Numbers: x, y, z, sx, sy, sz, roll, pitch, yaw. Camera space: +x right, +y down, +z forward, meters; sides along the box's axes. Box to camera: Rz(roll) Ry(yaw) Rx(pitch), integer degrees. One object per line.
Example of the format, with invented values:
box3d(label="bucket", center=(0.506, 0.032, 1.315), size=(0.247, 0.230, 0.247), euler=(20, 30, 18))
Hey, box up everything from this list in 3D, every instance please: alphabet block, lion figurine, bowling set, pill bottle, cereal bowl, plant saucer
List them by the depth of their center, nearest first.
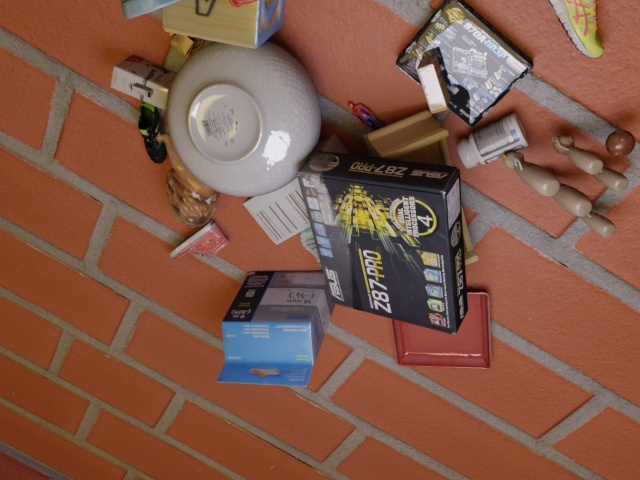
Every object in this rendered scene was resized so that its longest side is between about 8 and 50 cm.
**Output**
box3d(label="alphabet block", center=(-0.184, -0.511, 1.230), size=(0.197, 0.192, 0.193), euler=(14, 123, 8))
box3d(label="bowling set", center=(0.548, -0.152, 1.298), size=(0.287, 0.154, 0.200), euler=(29, 107, -33))
box3d(label="cereal bowl", center=(-0.173, -0.248, 1.299), size=(0.339, 0.141, 0.338), euler=(4, 108, 12))
box3d(label="pill bottle", center=(0.368, -0.211, 1.341), size=(0.137, 0.078, 0.078), euler=(-23, 114, 27))
box3d(label="lion figurine", center=(-0.234, -0.181, 1.480), size=(0.392, 0.142, 0.240), euler=(-17, 102, 33))
box3d(label="plant saucer", center=(0.320, 0.230, 1.663), size=(0.259, 0.047, 0.259), euler=(-2, 123, 16))

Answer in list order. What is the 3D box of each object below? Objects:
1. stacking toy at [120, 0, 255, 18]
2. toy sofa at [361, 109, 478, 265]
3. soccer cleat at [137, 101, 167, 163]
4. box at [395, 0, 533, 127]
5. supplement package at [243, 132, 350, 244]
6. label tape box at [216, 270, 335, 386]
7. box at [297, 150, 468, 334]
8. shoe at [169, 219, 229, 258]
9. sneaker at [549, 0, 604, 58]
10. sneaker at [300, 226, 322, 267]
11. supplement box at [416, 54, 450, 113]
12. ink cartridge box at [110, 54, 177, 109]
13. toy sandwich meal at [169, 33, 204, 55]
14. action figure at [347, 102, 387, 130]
box3d(label="stacking toy", center=(-0.240, -0.418, 1.026), size=(0.309, 0.279, 0.130), euler=(-7, 119, 24))
box3d(label="toy sofa", center=(0.227, -0.104, 1.413), size=(0.150, 0.177, 0.362), euler=(-22, 121, 0))
box3d(label="soccer cleat", center=(-0.417, -0.263, 1.526), size=(0.060, 0.072, 0.178), euler=(8, 124, 10))
box3d(label="box", center=(0.292, -0.365, 1.277), size=(0.220, 0.051, 0.175), euler=(36, 125, -9))
box3d(label="supplement package", center=(-0.037, -0.120, 1.476), size=(0.244, 0.139, 0.134), euler=(-28, 111, 30))
box3d(label="label tape box", center=(-0.113, 0.212, 1.594), size=(0.241, 0.333, 0.105), euler=(-2, 122, 16))
box3d(label="box", center=(0.143, 0.006, 1.330), size=(0.318, 0.097, 0.394), euler=(13, 137, 29))
box3d(label="shoe", center=(-0.329, 0.021, 1.693), size=(0.178, 0.063, 0.081), euler=(-33, 104, 26))
box3d(label="sneaker", center=(0.487, -0.436, 1.159), size=(0.094, 0.081, 0.208), euler=(-28, 111, 27))
box3d(label="sneaker", center=(0.000, 0.000, 1.571), size=(0.065, 0.076, 0.166), euler=(-8, 137, 21))
box3d(label="supplement box", center=(0.229, -0.315, 1.257), size=(0.036, 0.062, 0.098), euler=(-12, 120, 25))
box3d(label="ink cartridge box", center=(-0.396, -0.366, 1.437), size=(0.135, 0.099, 0.056), euler=(22, 124, -1))
box3d(label="toy sandwich meal", center=(-0.301, -0.457, 1.394), size=(0.086, 0.029, 0.085), euler=(7, 124, 11))
box3d(label="action figure", center=(0.109, -0.273, 1.404), size=(0.115, 0.030, 0.038), euler=(36, 129, -7))
